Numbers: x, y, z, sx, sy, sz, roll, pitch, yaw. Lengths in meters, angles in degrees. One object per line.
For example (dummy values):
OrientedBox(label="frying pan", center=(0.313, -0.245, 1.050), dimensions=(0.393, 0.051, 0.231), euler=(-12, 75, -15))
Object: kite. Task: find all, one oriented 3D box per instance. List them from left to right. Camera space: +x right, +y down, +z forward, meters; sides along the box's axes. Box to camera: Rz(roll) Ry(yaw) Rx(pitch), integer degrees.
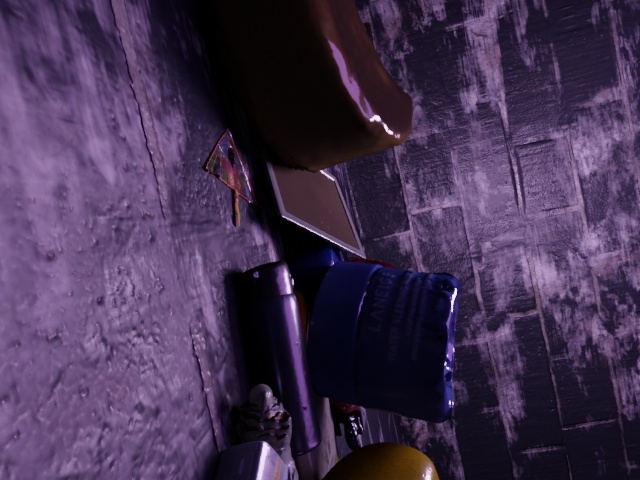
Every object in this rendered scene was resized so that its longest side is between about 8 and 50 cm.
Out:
OrientedBox(label="kite", center=(-0.126, -0.094, 0.621), dimensions=(0.190, 0.010, 0.159), euler=(39, 40, -74))

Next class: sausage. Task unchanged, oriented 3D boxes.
OrientedBox(label="sausage", center=(-0.048, 0.143, 0.665), dimensions=(0.062, 0.054, 0.183), euler=(41, 29, -23))

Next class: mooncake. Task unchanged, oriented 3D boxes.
OrientedBox(label="mooncake", center=(-0.014, -0.330, 0.756), dimensions=(0.393, 0.246, 0.394), euler=(1, 74, -64))

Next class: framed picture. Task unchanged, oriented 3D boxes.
OrientedBox(label="framed picture", center=(-0.019, -0.091, 0.843), dimensions=(0.296, 0.019, 0.232), euler=(27, 38, -51))

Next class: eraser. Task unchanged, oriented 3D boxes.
OrientedBox(label="eraser", center=(0.000, 0.000, 0.957), dimensions=(0.332, 0.101, 0.155), euler=(-89, 163, -54))

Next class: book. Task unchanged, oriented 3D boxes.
OrientedBox(label="book", center=(0.007, 0.401, 0.729), dimensions=(0.239, 0.035, 0.353), euler=(-1, 79, -82))

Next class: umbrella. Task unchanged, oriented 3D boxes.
OrientedBox(label="umbrella", center=(-0.058, 0.231, 0.477), dimensions=(0.062, 0.067, 0.144), euler=(-19, 106, -51))

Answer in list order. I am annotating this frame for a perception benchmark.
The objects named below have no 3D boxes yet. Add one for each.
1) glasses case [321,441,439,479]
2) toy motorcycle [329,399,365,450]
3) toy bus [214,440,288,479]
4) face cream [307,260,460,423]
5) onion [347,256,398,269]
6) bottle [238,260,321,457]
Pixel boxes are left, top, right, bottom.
OrientedBox(label="glasses case", center=(0.049, 0.399, 0.509), dimensions=(0.371, 0.173, 0.141), euler=(-37, 112, -66))
OrientedBox(label="toy motorcycle", center=(0.050, 0.350, 0.916), dimensions=(0.213, 0.082, 0.123), euler=(-120, -159, -82))
OrientedBox(label="toy bus", center=(-0.069, 0.273, 0.360), dimensions=(0.190, 0.064, 0.075), euler=(-83, 153, -61))
OrientedBox(label="face cream", center=(0.124, 0.168, 0.737), dimensions=(0.249, 0.224, 0.249), euler=(5, 90, -70))
OrientedBox(label="onion", center=(0.142, 0.194, 1.065), dimensions=(0.282, 0.260, 0.337), euler=(-83, 166, -46))
OrientedBox(label="bottle", center=(-0.052, 0.150, 0.560), dimensions=(0.082, 0.072, 0.245), euler=(-4, 81, -50))
